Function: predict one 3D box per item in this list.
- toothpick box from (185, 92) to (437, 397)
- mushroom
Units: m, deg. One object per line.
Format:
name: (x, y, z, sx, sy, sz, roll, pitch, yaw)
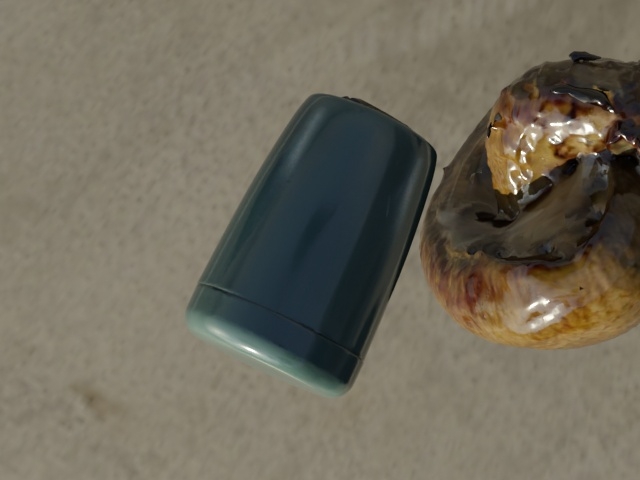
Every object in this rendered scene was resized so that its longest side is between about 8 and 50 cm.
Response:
toothpick box: (0.000, 0.000, 1.234, 0.120, 0.120, 0.184, 26, 82, 0)
mushroom: (0.202, -0.033, 1.489, 0.195, 0.263, 0.283, 27, 150, -2)
